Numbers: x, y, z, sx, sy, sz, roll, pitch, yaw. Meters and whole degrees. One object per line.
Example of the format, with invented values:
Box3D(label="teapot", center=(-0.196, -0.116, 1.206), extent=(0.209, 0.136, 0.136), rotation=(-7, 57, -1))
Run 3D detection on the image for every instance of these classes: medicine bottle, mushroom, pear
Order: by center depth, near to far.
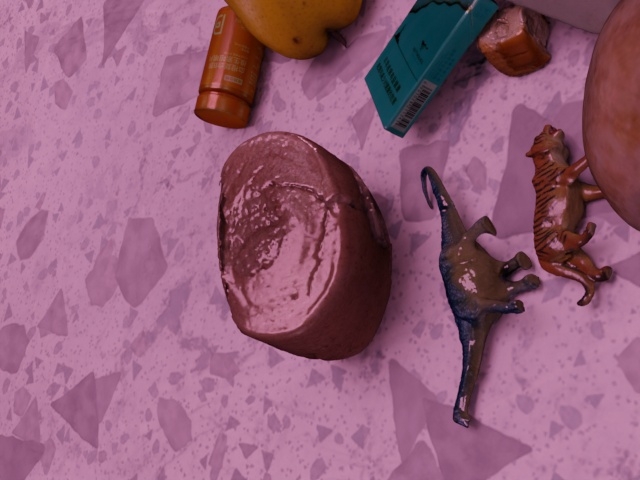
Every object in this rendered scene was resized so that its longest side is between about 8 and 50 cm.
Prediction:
Box3D(label="mushroom", center=(0.423, -0.139, 1.044), extent=(0.290, 0.297, 0.297), rotation=(7, 76, 7))
Box3D(label="pear", center=(-0.034, -0.378, 1.604), extent=(0.267, 0.267, 0.178), rotation=(-18, 86, 38))
Box3D(label="medicine bottle", center=(-0.151, -0.296, 1.727), extent=(0.096, 0.096, 0.191), rotation=(2, 74, 44))

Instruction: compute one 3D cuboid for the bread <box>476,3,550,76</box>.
Box3D(label="bread", center=(0.259, -0.269, 1.347), extent=(0.083, 0.070, 0.076), rotation=(-9, 66, 45))

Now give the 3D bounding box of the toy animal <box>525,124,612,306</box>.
Box3D(label="toy animal", center=(0.302, -0.034, 1.229), extent=(0.099, 0.057, 0.241), rotation=(-15, 65, 46))

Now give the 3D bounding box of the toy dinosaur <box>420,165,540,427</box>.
Box3D(label="toy dinosaur", center=(0.194, 0.046, 1.279), extent=(0.147, 0.076, 0.362), rotation=(-30, 59, 40))

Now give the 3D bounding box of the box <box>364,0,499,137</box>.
Box3D(label="box", center=(0.150, -0.275, 1.420), extent=(0.226, 0.042, 0.161), rotation=(-54, 28, 25))

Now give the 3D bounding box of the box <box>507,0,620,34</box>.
Box3D(label="box", center=(0.244, -0.477, 1.195), extent=(0.396, 0.111, 0.396), rotation=(29, 140, 22))

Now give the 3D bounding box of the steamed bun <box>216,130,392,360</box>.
Box3D(label="steamed bun", center=(0.000, 0.000, 1.362), extent=(0.199, 0.251, 0.301), rotation=(-20, 65, 27))
